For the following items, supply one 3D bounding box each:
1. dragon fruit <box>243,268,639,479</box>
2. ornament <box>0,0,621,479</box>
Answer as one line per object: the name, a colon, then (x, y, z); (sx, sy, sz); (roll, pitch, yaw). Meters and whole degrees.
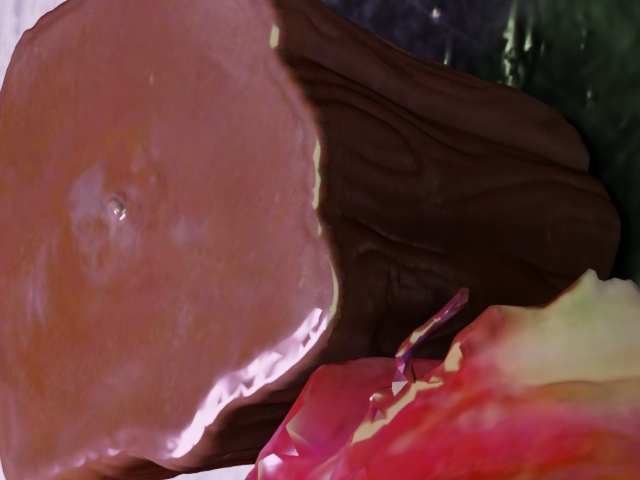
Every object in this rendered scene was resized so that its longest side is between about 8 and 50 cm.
dragon fruit: (0.104, 0.163, 0.410); (0.371, 0.386, 0.249); (-15, 34, 28)
ornament: (0.000, 0.000, 0.635); (0.221, 0.217, 0.235); (14, 93, 42)
